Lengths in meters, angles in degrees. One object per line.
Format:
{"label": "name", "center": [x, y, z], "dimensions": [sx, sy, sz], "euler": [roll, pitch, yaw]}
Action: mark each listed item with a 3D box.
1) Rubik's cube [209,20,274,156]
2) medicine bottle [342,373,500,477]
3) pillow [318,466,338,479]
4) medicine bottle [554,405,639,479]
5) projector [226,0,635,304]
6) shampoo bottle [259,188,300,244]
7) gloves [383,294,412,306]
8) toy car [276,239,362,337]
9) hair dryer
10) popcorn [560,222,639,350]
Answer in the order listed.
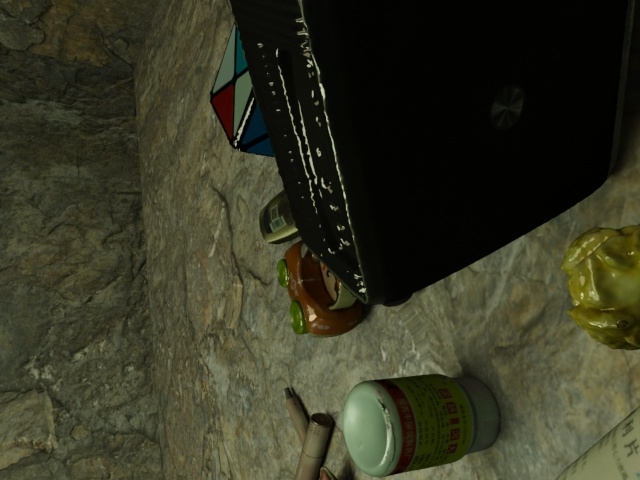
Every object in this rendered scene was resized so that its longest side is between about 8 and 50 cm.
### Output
{"label": "Rubik's cube", "center": [-0.090, -0.355, 1.322], "dimensions": [0.248, 0.246, 0.250], "euler": [-62, 38, 32]}
{"label": "medicine bottle", "center": [0.158, 0.282, 0.881], "dimensions": [0.139, 0.225, 0.139], "euler": [-10, 78, 57]}
{"label": "pillow", "center": [0.026, 0.599, 1.209], "dimensions": [0.171, 0.075, 0.179], "euler": [57, 137, 36]}
{"label": "medicine bottle", "center": [0.382, 0.249, 0.574], "dimensions": [0.293, 0.170, 0.170], "euler": [-63, 39, 34]}
{"label": "projector", "center": [0.136, -0.186, 0.672], "dimensions": [0.242, 0.405, 0.395], "euler": [44, 155, 49]}
{"label": "shampoo bottle", "center": [-0.039, -0.090, 1.371], "dimensions": [0.350, 0.084, 0.125], "euler": [-31, 64, 53]}
{"label": "gloves", "center": [0.111, 0.031, 1.106], "dimensions": [0.119, 0.097, 0.229], "euler": [-59, 46, 32]}
{"label": "toy car", "center": [0.017, 0.070, 1.171], "dimensions": [0.235, 0.145, 0.235], "euler": [175, 90, -66]}
{"label": "hair dryer", "center": [-0.057, 0.466, 1.379], "dimensions": [0.220, 0.054, 0.195], "euler": [38, 119, 54]}
{"label": "popcorn", "center": [0.374, 0.037, 0.618], "dimensions": [0.195, 0.168, 0.173], "euler": [-28, 26, 43]}
